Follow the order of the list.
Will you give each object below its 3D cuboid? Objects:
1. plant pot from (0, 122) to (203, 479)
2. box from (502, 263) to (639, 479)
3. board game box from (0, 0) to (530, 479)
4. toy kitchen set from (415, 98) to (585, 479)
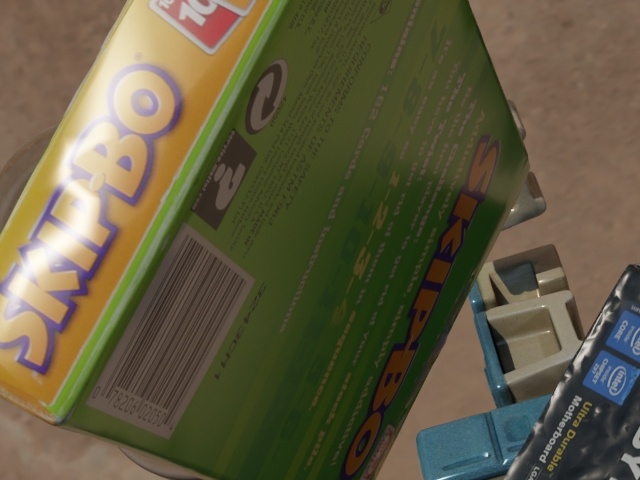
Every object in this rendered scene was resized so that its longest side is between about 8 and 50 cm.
[{"bbox_3d":[-0.111,0.022,1.322,0.263,0.229,0.263,-19,58,32],"label":"plant pot"},{"bbox_3d":[0.138,0.198,0.810,0.079,0.257,0.322,29,88,44],"label":"box"},{"bbox_3d":[0.000,0.000,0.451,0.039,0.259,0.124,26,84,19],"label":"board game box"},{"bbox_3d":[0.095,0.040,1.158,0.207,0.122,0.166,-101,-8,-57],"label":"toy kitchen set"}]
